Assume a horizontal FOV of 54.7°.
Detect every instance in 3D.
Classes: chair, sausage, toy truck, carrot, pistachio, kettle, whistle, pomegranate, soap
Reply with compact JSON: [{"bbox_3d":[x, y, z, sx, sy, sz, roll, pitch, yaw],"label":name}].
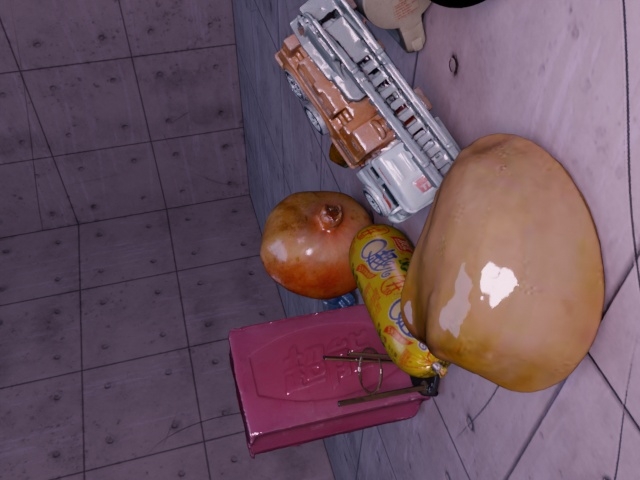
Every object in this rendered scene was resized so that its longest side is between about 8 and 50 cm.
[{"bbox_3d":[0.125,0.228,1.098,0.095,0.222,0.104,-58,36,38],"label":"chair"},{"bbox_3d":[0.135,0.093,1.049,0.347,0.123,0.123,-113,16,-47],"label":"sausage"},{"bbox_3d":[0.084,-0.158,0.821,0.338,0.133,0.184,55,175,-3],"label":"toy truck"},{"bbox_3d":[0.071,-0.200,1.217,0.260,0.070,0.070,148,111,-77],"label":"carrot"},{"bbox_3d":[0.195,0.020,0.652,0.213,0.163,0.260,15,100,35],"label":"pistachio"},{"bbox_3d":[0.069,-0.397,0.898,0.243,0.160,0.210,64,180,33],"label":"kettle"},{"bbox_3d":[0.035,0.140,1.663,0.180,0.093,0.269,31,138,40],"label":"whistle"},{"bbox_3d":[0.000,0.000,1.322,0.270,0.252,0.229,102,174,-67],"label":"pomegranate"},{"bbox_3d":[0.011,0.269,1.237,0.128,0.360,0.233,100,156,-53],"label":"soap"}]

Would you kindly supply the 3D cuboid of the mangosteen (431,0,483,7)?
[{"bbox_3d":[0.148,-0.315,0.642,0.151,0.137,0.137,-51,-40,-58],"label":"mangosteen"}]
